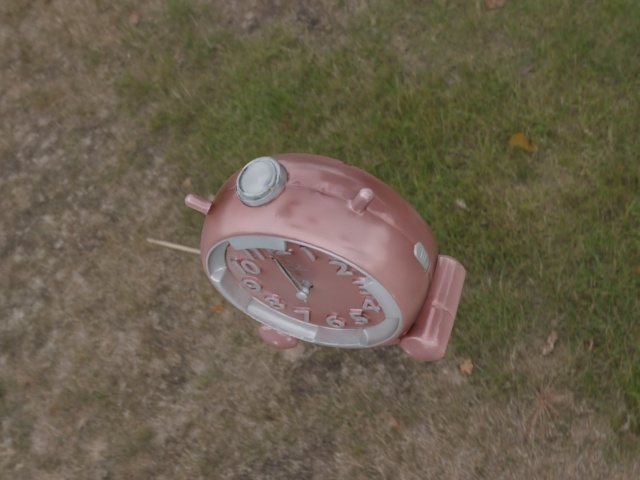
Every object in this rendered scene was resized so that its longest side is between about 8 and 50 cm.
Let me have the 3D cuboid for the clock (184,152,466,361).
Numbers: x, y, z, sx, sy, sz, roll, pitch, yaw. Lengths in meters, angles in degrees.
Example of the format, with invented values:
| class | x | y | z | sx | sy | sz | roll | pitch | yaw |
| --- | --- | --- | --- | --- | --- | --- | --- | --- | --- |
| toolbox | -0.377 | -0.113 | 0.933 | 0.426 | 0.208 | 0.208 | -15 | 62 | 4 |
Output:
| class | x | y | z | sx | sy | sz | roll | pitch | yaw |
| --- | --- | --- | --- | --- | --- | --- | --- | --- | --- |
| clock | 0.000 | 0.000 | 0.827 | 0.227 | 0.241 | 0.142 | -1 | 57 | 32 |
